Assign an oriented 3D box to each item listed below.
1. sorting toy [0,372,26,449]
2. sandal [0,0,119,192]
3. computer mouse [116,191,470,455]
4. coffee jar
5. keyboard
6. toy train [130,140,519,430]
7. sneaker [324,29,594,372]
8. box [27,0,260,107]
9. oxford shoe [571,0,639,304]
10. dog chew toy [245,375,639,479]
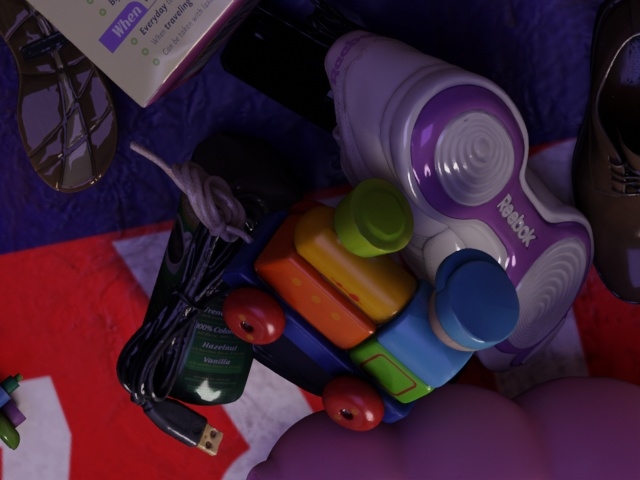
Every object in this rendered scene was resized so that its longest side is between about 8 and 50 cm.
[{"bbox_3d":[-0.253,0.114,1.409,0.042,0.061,0.102,-41,112,-13],"label":"sorting toy"},{"bbox_3d":[-0.188,-0.125,1.297,0.072,0.049,0.180,-18,94,10],"label":"sandal"},{"bbox_3d":[-0.011,0.094,1.281,0.262,0.060,0.184,29,105,-34],"label":"computer mouse"},{"bbox_3d":[-0.072,0.020,1.308,0.079,0.096,0.184,8,117,-20],"label":"coffee jar"},{"bbox_3d":[0.030,-0.113,1.278,0.192,0.038,0.100,30,138,-5],"label":"keyboard"},{"bbox_3d":[0.000,0.000,1.135,0.248,0.105,0.143,42,144,-11],"label":"toy train"},{"bbox_3d":[0.094,-0.031,1.243,0.114,0.152,0.305,-40,137,-12],"label":"sneaker"},{"bbox_3d":[-0.119,-0.251,1.171,0.243,0.117,0.213,43,113,-1],"label":"box"},{"bbox_3d":[0.211,-0.052,1.233,0.083,0.096,0.227,-3,114,9],"label":"oxford shoe"},{"bbox_3d":[0.110,0.188,1.257,0.332,0.206,0.206,7,116,-18],"label":"dog chew toy"}]
